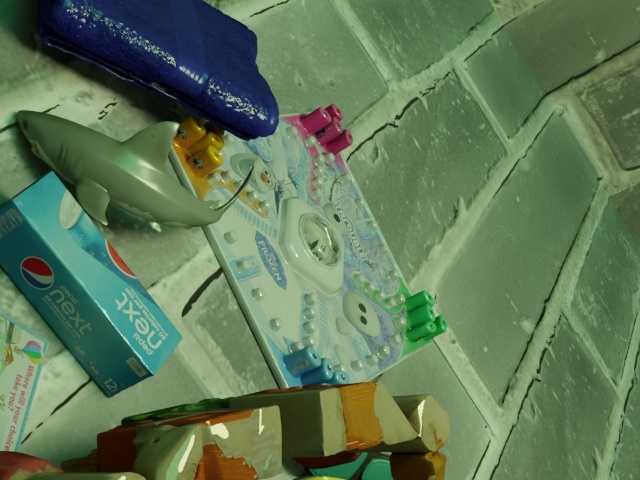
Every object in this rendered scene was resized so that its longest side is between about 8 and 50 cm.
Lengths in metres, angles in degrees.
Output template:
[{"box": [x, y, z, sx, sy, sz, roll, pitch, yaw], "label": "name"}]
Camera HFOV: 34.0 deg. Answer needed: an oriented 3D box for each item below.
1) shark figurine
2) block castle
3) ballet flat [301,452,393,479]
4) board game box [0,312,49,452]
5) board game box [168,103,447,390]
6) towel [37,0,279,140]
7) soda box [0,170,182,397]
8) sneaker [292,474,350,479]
[{"box": [-0.166, -0.072, 1.103, 0.278, 0.116, 0.166, 23, 17, -38], "label": "shark figurine"}, {"box": [-0.079, 0.287, 0.881, 0.453, 0.212, 0.303, -3, 85, -50], "label": "block castle"}, {"box": [0.036, 0.254, 1.242, 0.213, 0.072, 0.068, 28, 13, -44], "label": "ballet flat"}, {"box": [-0.293, 0.126, 0.881, 0.103, 0.026, 0.154, 39, 37, -32], "label": "board game box"}, {"box": [0.000, 0.000, 1.398, 0.390, 0.050, 0.390, -17, 79, -59], "label": "board game box"}, {"box": [-0.198, -0.245, 1.250, 0.308, 0.076, 0.228, 27, 29, -33], "label": "towel"}, {"box": [-0.230, 0.043, 1.005, 0.210, 0.067, 0.071, 54, 31, -12], "label": "soda box"}, {"box": [0.044, 0.318, 1.190, 0.209, 0.069, 0.082, 21, 56, -46], "label": "sneaker"}]
